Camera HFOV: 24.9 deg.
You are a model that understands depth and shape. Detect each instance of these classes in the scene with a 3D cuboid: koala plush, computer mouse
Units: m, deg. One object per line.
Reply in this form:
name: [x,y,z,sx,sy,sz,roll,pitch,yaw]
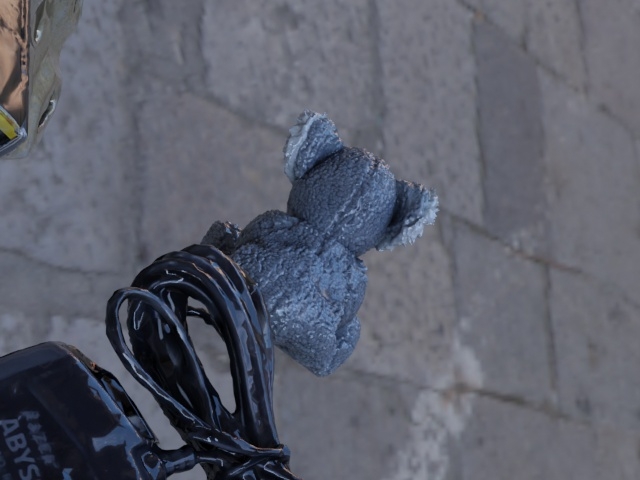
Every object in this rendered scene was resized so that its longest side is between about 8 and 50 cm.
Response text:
koala plush: [0.000,0.000,1.433,0.196,0.203,0.221,37,86,-1]
computer mouse: [-0.116,0.112,0.484,0.272,0.072,0.188,-10,73,-39]

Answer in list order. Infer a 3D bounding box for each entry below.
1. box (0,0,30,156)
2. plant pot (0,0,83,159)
box: [-0.265,-0.211,0.690,0.322,0.079,0.257,48,20,-41]
plant pot: [-0.368,-0.209,1.209,0.334,0.305,0.334,-167,-90,-89]
